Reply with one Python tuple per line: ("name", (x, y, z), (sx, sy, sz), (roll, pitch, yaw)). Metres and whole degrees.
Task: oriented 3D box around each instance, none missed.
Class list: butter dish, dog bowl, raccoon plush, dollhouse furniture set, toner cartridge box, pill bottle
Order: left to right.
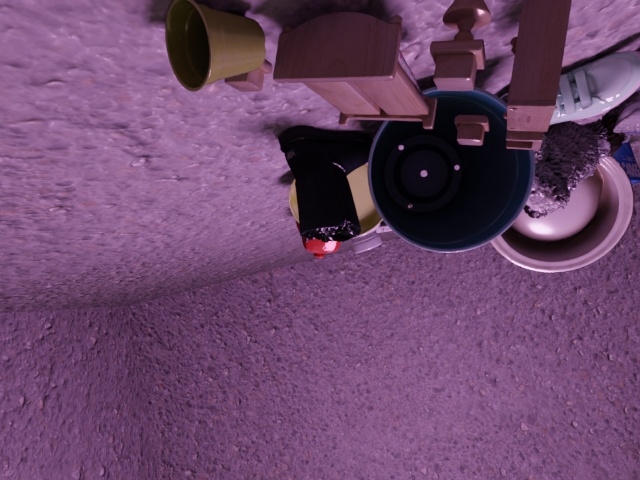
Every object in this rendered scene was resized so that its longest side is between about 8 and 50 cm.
("butter dish", (0.000, 0.000, 1.397), (0.159, 0.119, 0.160), (3, -159, -11))
("pill bottle", (0.096, -0.069, 1.150), (0.107, 0.194, 0.108), (-20, -179, 0))
("dollhouse furniture set", (0.112, -0.241, 0.553), (0.355, 0.174, 0.303), (9, -178, 24))
("dog bowl", (0.715, -0.113, 1.339), (0.407, 0.409, 0.150), (-17, -166, 23))
("raccoon plush", (0.576, -0.230, 0.977), (0.446, 0.216, 0.299), (-44, 173, 7))
("toner cartridge box", (0.994, -0.268, 1.470), (0.347, 0.166, 0.075), (-7, 169, -42))

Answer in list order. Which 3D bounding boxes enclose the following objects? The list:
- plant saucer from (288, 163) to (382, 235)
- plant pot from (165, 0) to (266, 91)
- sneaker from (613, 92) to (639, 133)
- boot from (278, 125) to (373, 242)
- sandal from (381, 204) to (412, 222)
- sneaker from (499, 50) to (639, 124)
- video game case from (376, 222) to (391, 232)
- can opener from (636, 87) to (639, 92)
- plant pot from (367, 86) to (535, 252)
("plant saucer", (0.044, -0.103, 1.029), (0.240, 0.037, 0.241), (2, 134, 2))
("plant pot", (-0.100, -0.197, 0.434), (0.079, 0.084, 0.083), (-23, 180, -41))
("sneaker", (0.715, -0.295, 0.918), (0.296, 0.130, 0.110), (-18, -158, -41))
("boot", (0.035, -0.101, 0.828), (0.094, 0.208, 0.246), (-21, 170, 42))
("sandal", (0.133, -0.122, 1.318), (0.302, 0.087, 0.120), (4, 146, -3))
("sneaker", (0.439, -0.260, 0.788), (0.151, 0.094, 0.255), (-16, 178, -39))
("video game case", (0.097, -0.067, 1.397), (0.206, 0.026, 0.227), (-9, -156, -34))
("can opener", (0.603, -0.319, 0.771), (0.074, 0.093, 0.280), (-14, -179, 10))
("plant pot", (0.221, -0.130, 0.827), (0.271, 0.272, 0.255), (-15, -174, 6))
